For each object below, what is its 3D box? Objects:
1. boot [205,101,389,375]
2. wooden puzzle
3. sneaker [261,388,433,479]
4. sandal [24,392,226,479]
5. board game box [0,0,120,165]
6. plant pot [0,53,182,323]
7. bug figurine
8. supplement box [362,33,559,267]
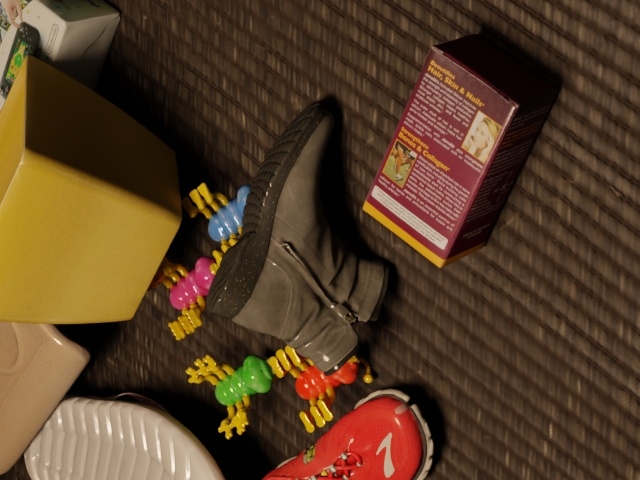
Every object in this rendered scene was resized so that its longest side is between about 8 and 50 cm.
[{"bbox_3d":[0.000,0.000,1.729,0.161,0.246,0.083,26,167,-15],"label":"boot"},{"bbox_3d":[-0.433,0.079,2.032,0.348,0.080,0.322,45,137,5],"label":"wooden puzzle"},{"bbox_3d":[0.009,0.254,1.791,0.279,0.118,0.107,-43,78,38],"label":"sneaker"},{"bbox_3d":[-0.206,0.247,1.970,0.416,0.102,0.169,17,111,48],"label":"sandal"},{"bbox_3d":[-0.389,-0.240,1.949,0.303,0.097,0.224,38,123,22],"label":"board game box"},{"bbox_3d":[-0.260,-0.033,1.813,0.187,0.212,0.212,19,120,-19],"label":"plant pot"},{"bbox_3d":[-0.073,0.077,1.825,0.216,0.072,0.279,-31,85,40],"label":"bug figurine"},{"bbox_3d":[0.129,-0.084,1.611,0.104,0.081,0.188,38,124,22],"label":"supplement box"}]
